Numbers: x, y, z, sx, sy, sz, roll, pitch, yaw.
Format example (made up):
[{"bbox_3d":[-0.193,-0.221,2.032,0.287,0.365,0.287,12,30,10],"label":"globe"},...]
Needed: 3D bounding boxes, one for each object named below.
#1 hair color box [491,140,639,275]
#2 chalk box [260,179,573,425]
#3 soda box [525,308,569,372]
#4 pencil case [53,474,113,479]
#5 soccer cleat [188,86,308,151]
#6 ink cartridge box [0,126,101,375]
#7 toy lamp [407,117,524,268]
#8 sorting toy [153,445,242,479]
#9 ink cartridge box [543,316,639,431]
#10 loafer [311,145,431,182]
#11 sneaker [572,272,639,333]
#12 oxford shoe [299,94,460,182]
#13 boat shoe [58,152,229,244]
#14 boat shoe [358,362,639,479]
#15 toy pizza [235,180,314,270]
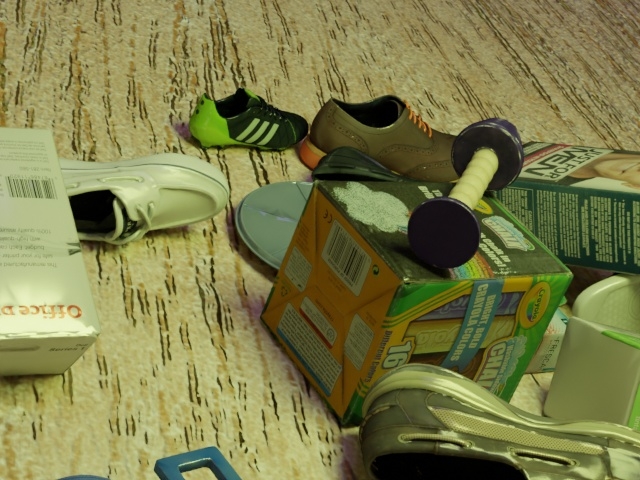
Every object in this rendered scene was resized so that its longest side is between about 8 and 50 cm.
[{"bbox_3d":[0.358,-0.037,1.873,0.347,0.105,0.174,9,22,36],"label":"hair color box"},{"bbox_3d":[0.120,0.058,1.630,0.289,0.179,0.180,0,35,-37],"label":"chalk box"},{"bbox_3d":[0.209,0.070,1.791,0.063,0.058,0.183,-1,37,-36],"label":"soda box"},{"bbox_3d":[-0.144,0.302,1.087,0.119,0.133,0.306,-24,40,-5],"label":"pencil case"},{"bbox_3d":[-0.080,-0.150,1.945,0.179,0.072,0.060,-5,39,-40],"label":"soccer cleat"},{"bbox_3d":[-0.304,0.010,1.419,0.160,0.092,0.219,1,60,-34],"label":"ink cartridge box"},{"bbox_3d":[0.152,-0.059,1.581,0.080,0.080,0.274,26,26,5],"label":"toy lamp"},{"bbox_3d":[-0.024,0.299,1.256,0.348,0.047,0.196,36,36,24],"label":"sorting toy"},{"bbox_3d":[0.396,0.174,1.616,0.273,0.114,0.198,14,3,-15],"label":"ink cartridge box"},{"bbox_3d":[0.091,-0.041,1.887,0.223,0.076,0.078,27,34,17],"label":"loafer"},{"bbox_3d":[0.385,0.054,1.918,0.296,0.104,0.147,-9,26,-33],"label":"sneaker"},{"bbox_3d":[0.111,-0.126,2.010,0.271,0.098,0.097,2,35,-32],"label":"oxford shoe"},{"bbox_3d":[-0.213,-0.032,1.650,0.258,0.095,0.084,-3,41,-21],"label":"boat shoe"},{"bbox_3d":[0.197,0.236,1.458,0.355,0.132,0.130,17,39,6],"label":"boat shoe"},{"bbox_3d":[0.000,0.000,1.785,0.201,0.032,0.201,12,33,-8],"label":"toy pizza"}]
